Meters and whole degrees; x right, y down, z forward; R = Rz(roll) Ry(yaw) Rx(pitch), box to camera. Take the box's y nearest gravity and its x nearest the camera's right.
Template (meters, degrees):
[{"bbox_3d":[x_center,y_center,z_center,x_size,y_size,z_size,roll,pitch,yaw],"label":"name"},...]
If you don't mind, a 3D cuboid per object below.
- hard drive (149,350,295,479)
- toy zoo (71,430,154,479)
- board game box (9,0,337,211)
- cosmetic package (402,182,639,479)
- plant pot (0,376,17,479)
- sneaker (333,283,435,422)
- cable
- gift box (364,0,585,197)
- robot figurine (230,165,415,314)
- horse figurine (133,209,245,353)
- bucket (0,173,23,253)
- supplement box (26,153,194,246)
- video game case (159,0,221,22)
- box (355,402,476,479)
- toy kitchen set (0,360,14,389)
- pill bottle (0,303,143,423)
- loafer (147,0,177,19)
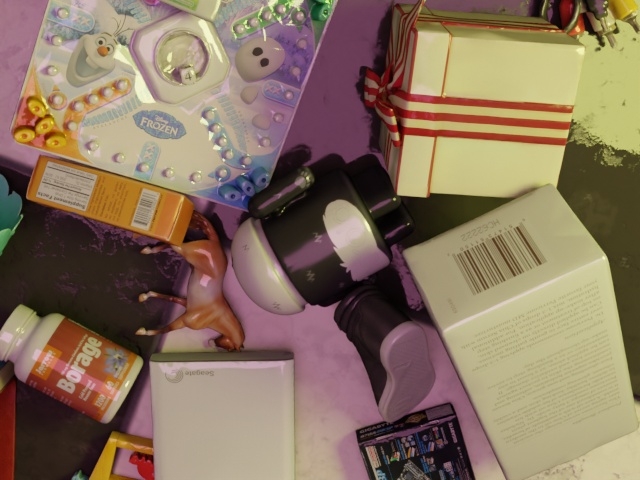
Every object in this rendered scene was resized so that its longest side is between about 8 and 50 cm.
[{"bbox_3d":[-0.158,0.359,1.402,0.233,0.047,0.352,0,102,-2],"label":"hard drive"},{"bbox_3d":[-0.282,0.441,1.458,0.294,0.030,0.192,15,103,-6],"label":"toy zoo"},{"bbox_3d":[-0.198,-0.263,1.216,0.390,0.050,0.389,16,103,-23],"label":"board game box"},{"bbox_3d":[0.305,0.155,1.234,0.230,0.161,0.453,-25,134,4],"label":"cosmetic package"},{"bbox_3d":[-0.638,0.369,1.313,0.236,0.267,0.267,7,103,-1],"label":"plant pot"},{"bbox_3d":[0.099,0.176,1.355,0.105,0.147,0.295,-31,145,-15],"label":"sneaker"},{"bbox_3d":[0.378,-0.420,1.267,0.140,0.072,0.287,-17,92,20],"label":"cable"},{"bbox_3d":[0.198,-0.222,1.200,0.258,0.255,0.276,2,110,-4],"label":"gift box"},{"bbox_3d":[-0.001,-0.003,1.287,0.278,0.173,0.209,-30,89,5],"label":"robot figurine"},{"bbox_3d":[-0.208,0.061,1.350,0.175,0.066,0.263,4,107,5],"label":"horse figurine"},{"bbox_3d":[-0.591,-0.014,1.219,0.281,0.281,0.183,29,110,-8],"label":"bucket"},{"bbox_3d":[-0.317,-0.060,1.279,0.234,0.078,0.080,18,84,7],"label":"supplement box"},{"bbox_3d":[-0.206,-0.419,1.116,0.213,0.023,0.193,18,100,-24],"label":"video game case"},{"bbox_3d":[0.175,0.407,1.452,0.175,0.051,0.220,-17,104,2],"label":"box"},{"bbox_3d":[-0.605,0.151,1.330,0.207,0.122,0.166,2,104,-2],"label":"toy kitchen set"},{"bbox_3d":[-0.404,0.192,1.346,0.216,0.121,0.121,30,101,-9],"label":"pill bottle"},{"bbox_3d":[-0.291,-0.423,1.214,0.269,0.102,0.092,38,89,-23],"label":"loafer"}]
